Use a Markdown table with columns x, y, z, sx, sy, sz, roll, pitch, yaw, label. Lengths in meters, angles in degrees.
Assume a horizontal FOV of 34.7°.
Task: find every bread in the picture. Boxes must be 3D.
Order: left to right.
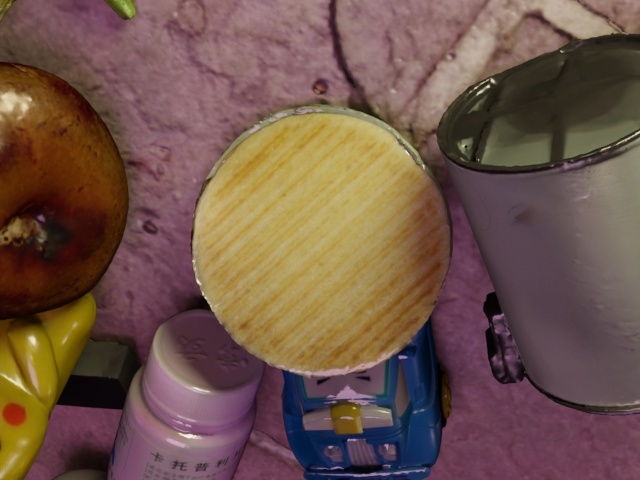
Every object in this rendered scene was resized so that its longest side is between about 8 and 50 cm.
| x | y | z | sx | sy | sz | roll | pitch | yaw | label |
| --- | --- | --- | --- | --- | --- | --- | --- | --- | --- |
| 0.000 | 0.000 | 0.995 | 0.267 | 0.040 | 0.267 | -1 | 85 | 13 | bread |

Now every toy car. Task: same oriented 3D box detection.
| x | y | z | sx | sy | sz | roll | pitch | yaw | label |
| --- | --- | --- | --- | --- | --- | --- | --- | --- | --- |
| 0.032 | 0.132 | 1.089 | 0.198 | 0.166 | 0.314 | -4 | 123 | 10 | toy car |

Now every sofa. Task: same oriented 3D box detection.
| x | y | z | sx | sy | sz | roll | pitch | yaw | label |
| --- | --- | --- | --- | --- | --- | --- | --- | --- | --- |
| -0.295 | 0.158 | 1.248 | 0.147 | 0.060 | 0.085 | 2 | 142 | 11 | sofa |

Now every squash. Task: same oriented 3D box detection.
| x | y | z | sx | sy | sz | roll | pitch | yaw | label |
| --- | --- | --- | --- | --- | --- | --- | --- | --- | --- |
| -0.205 | -0.243 | 0.960 | 0.027 | 0.027 | 0.089 | -32 | 114 | 29 | squash |

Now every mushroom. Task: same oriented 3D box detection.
| x | y | z | sx | sy | sz | roll | pitch | yaw | label |
| --- | --- | --- | --- | --- | --- | --- | --- | --- | --- |
| -0.334 | -0.061 | 1.016 | 0.254 | 0.267 | 0.267 | 39 | 128 | 17 | mushroom |

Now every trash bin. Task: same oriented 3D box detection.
| x | y | z | sx | sy | sz | roll | pitch | yaw | label |
| --- | --- | --- | --- | --- | --- | --- | --- | --- | --- |
| 0.247 | -0.015 | 0.901 | 0.277 | 0.217 | 0.262 | -18 | 119 | 14 | trash bin |

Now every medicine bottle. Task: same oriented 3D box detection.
| x | y | z | sx | sy | sz | roll | pitch | yaw | label |
| --- | --- | --- | --- | --- | --- | --- | --- | --- | --- |
| -0.155 | 0.211 | 1.186 | 0.152 | 0.152 | 0.254 | 20 | 129 | -2 | medicine bottle |

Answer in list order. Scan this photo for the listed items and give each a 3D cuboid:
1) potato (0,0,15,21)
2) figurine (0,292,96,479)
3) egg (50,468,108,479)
| x | y | z | sx | sy | sz | roll | pitch | yaw | label |
| --- | --- | --- | --- | --- | --- | --- | --- | --- | --- |
| -0.360 | -0.215 | 0.978 | 0.188 | 0.085 | 0.105 | -33 | 82 | 25 | potato |
| -0.369 | 0.165 | 1.107 | 0.218 | 0.326 | 0.169 | 14 | 146 | 6 | figurine |
| -0.292 | 0.385 | 1.342 | 0.146 | 0.146 | 0.198 | -19 | 125 | 24 | egg |
